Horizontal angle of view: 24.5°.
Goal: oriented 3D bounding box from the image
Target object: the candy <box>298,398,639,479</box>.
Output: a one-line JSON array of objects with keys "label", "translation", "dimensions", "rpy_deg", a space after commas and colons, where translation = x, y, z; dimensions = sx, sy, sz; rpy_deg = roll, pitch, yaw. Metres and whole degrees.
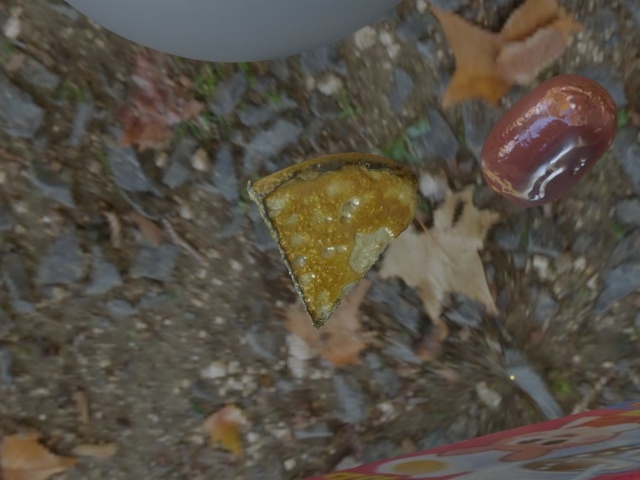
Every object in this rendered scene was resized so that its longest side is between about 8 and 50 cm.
[{"label": "candy", "translation": [0.082, 0.132, 0.570], "dimensions": [0.306, 0.157, 0.100], "rpy_deg": [-6, 89, -34]}]

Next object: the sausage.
[{"label": "sausage", "translation": [0.135, -0.058, 0.877], "dimensions": [0.094, 0.059, 0.054], "rpy_deg": [-46, 39, 37]}]

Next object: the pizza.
[{"label": "pizza", "translation": [0.000, 0.000, 0.837], "dimensions": [0.026, 0.123, 0.109], "rpy_deg": [36, 120, 46]}]

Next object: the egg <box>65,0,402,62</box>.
[{"label": "egg", "translation": [-0.024, -0.153, 0.430], "dimensions": [0.176, 0.232, 0.176], "rpy_deg": [4, 66, -9]}]
